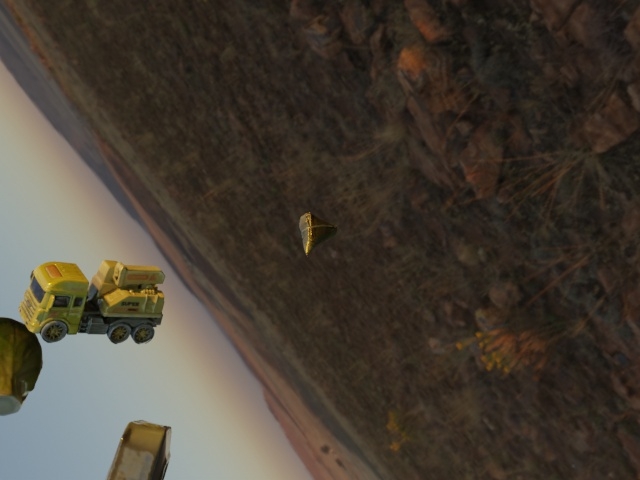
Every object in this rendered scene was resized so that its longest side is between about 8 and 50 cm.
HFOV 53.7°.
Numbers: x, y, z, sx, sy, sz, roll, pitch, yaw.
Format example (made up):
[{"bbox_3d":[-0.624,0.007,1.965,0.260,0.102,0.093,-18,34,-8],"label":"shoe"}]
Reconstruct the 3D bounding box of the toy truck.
[{"bbox_3d":[-0.444,0.113,1.271,0.272,0.157,0.124,9,-163,-41],"label":"toy truck"}]

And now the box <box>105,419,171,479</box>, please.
[{"bbox_3d":[-0.403,0.571,1.299,0.111,0.397,0.396,17,163,-7],"label":"box"}]

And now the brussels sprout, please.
[{"bbox_3d":[-0.787,0.304,1.520,0.219,0.210,0.271,16,-154,-47],"label":"brussels sprout"}]

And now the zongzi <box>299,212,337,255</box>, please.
[{"bbox_3d":[0.000,0.000,1.481,0.104,0.052,0.113,20,-131,-37],"label":"zongzi"}]
